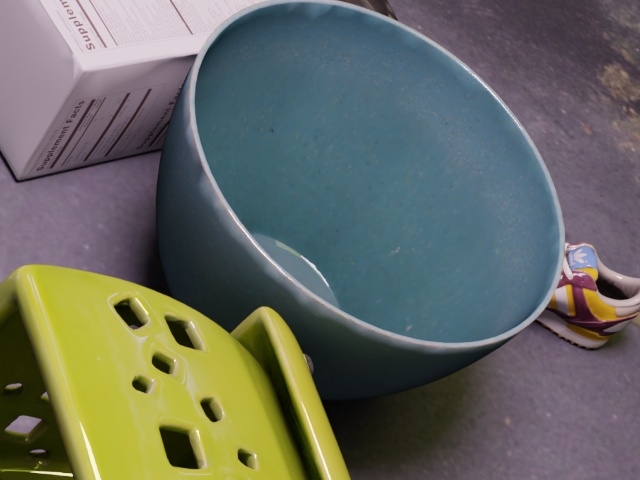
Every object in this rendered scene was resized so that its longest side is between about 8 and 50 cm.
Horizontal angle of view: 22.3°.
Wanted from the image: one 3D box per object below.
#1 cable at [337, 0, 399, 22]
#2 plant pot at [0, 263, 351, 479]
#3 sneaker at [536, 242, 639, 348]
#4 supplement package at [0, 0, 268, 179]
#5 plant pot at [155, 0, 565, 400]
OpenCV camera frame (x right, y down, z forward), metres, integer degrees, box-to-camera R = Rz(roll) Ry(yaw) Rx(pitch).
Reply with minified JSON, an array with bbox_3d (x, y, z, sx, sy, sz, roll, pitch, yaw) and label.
[{"bbox_3d":[0.048,-0.170,1.454,0.287,0.072,0.139,51,26,-5],"label":"cable"},{"bbox_3d":[-0.107,0.165,0.940,0.207,0.228,0.227,3,53,-39],"label":"plant pot"},{"bbox_3d":[0.184,0.026,1.344,0.185,0.084,0.069,18,47,-22],"label":"sneaker"},{"bbox_3d":[-0.139,-0.157,1.236,0.244,0.134,0.139,-16,66,-42],"label":"supplement package"},{"bbox_3d":[0.000,0.000,1.158,0.290,0.195,0.290,18,48,-21],"label":"plant pot"}]
